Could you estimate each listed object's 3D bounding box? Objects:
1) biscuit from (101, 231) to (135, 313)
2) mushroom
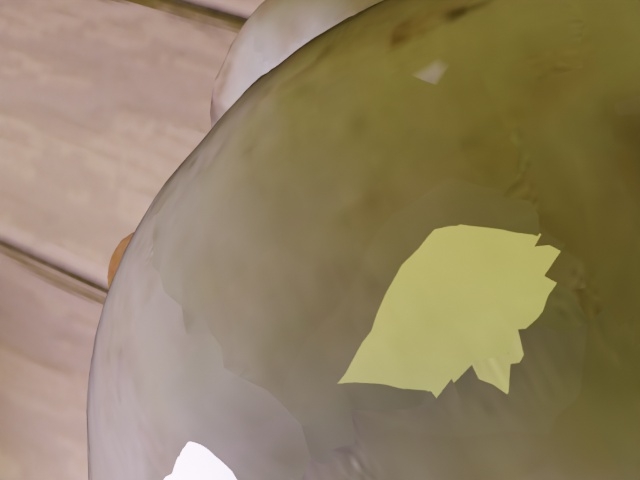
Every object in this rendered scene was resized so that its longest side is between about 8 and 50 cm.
[{"bbox_3d":[-0.001,-0.003,0.721,0.236,0.040,0.144,-46,66,21],"label":"biscuit"},{"bbox_3d":[0.065,0.056,0.487,0.356,0.315,0.315,2,84,41],"label":"mushroom"}]
